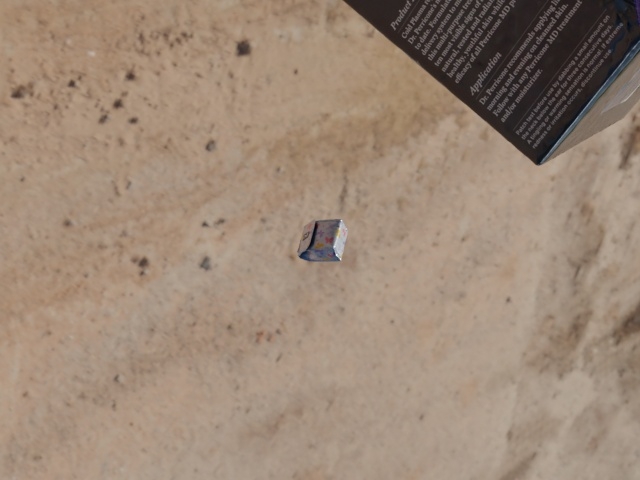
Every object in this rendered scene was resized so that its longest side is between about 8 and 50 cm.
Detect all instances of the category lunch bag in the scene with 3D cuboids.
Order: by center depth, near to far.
[{"bbox_3d":[0.000,0.000,1.831,0.053,0.083,0.071,58,39,-46],"label":"lunch bag"}]

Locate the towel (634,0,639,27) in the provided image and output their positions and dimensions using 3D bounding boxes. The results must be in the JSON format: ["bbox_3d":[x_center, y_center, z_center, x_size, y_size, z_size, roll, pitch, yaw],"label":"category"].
[{"bbox_3d":[0.451,-0.388,1.150,0.308,0.076,0.227,-42,121,-24],"label":"towel"}]

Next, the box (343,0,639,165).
[{"bbox_3d":[0.345,-0.415,1.642,0.480,0.472,0.297,-25,156,-55],"label":"box"}]
